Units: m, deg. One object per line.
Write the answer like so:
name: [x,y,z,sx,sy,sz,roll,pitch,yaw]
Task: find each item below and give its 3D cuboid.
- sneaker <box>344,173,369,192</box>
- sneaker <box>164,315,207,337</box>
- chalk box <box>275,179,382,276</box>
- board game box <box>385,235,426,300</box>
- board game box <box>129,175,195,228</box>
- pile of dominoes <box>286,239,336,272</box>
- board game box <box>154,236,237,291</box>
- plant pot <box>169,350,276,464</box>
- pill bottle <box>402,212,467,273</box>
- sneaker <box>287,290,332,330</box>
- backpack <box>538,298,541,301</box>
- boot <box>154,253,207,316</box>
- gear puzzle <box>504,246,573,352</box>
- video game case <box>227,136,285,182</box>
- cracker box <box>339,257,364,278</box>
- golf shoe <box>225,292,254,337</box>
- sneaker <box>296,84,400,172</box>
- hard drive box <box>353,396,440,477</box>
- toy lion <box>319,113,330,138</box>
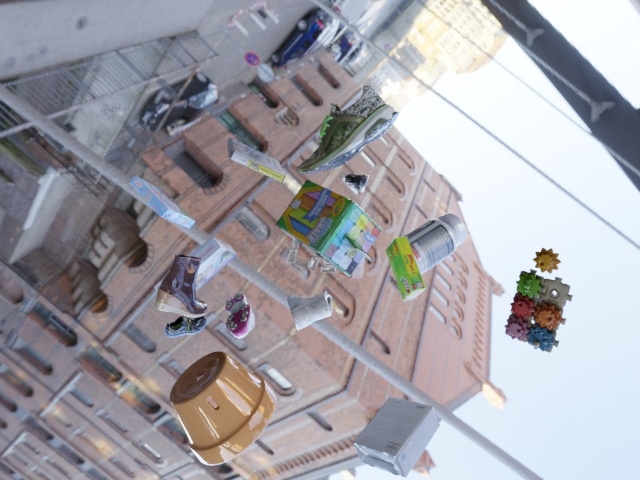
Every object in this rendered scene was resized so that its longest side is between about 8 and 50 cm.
sneaker: [0.135,-0.232,1.754,0.178,0.077,0.072,-166,-87,-80]
sneaker: [-0.587,0.369,1.949,0.188,0.067,0.078,-10,129,-33]
chalk box: [0.044,-0.029,1.314,0.288,0.180,0.179,31,-95,43]
board game box: [0.269,0.089,1.414,0.043,0.182,0.092,-8,155,-19]
board game box: [-0.515,-0.121,1.464,0.039,0.160,0.211,-46,170,-1]
pile of dominoes: [0.000,0.000,1.622,0.040,0.195,0.251,-69,180,-60]
board game box: [-0.538,0.129,1.968,0.318,0.066,0.318,-42,173,-3]
plant pot: [-0.306,0.472,1.324,0.290,0.204,0.291,-28,-160,11]
pill bottle: [0.428,0.016,1.746,0.283,0.161,0.161,-30,-176,-19]
sneaker: [-0.036,0.257,1.728,0.169,0.108,0.292,-21,-169,-7]
backpack: [0.897,0.287,1.892,0.114,0.105,0.084,-19,168,5]
boot: [-0.469,0.165,1.614,0.248,0.090,0.207,25,89,-58]
gear puzzle: [0.706,0.189,1.434,0.044,0.340,0.175,-7,-160,-44]
video game case: [-0.286,-0.358,1.949,0.035,0.248,0.275,-61,-157,17]
cracker box: [0.154,0.058,2.149,0.155,0.067,0.233,-166,-102,-69]
golf shoe: [-0.305,0.321,1.786,0.115,0.140,0.306,-32,-160,-2]
sneaker: [0.068,-0.380,1.544,0.410,0.182,0.158,-33,174,20]
hard drive box: [0.250,0.630,1.448,0.181,0.089,0.232,-7,-160,46]
toy lion: [0.036,-0.423,1.646,0.100,0.034,0.096,-42,148,-1]
